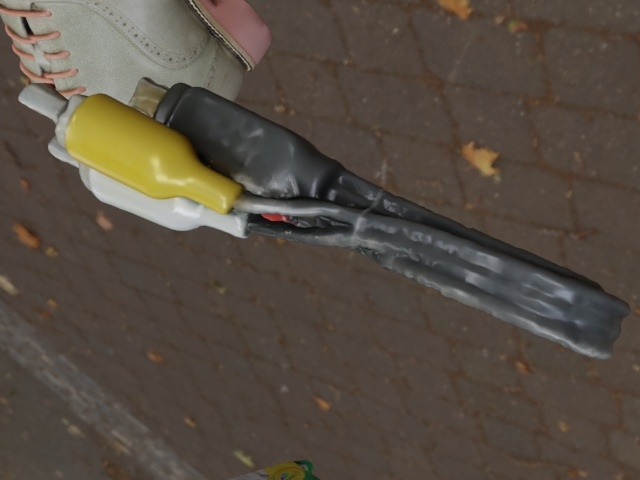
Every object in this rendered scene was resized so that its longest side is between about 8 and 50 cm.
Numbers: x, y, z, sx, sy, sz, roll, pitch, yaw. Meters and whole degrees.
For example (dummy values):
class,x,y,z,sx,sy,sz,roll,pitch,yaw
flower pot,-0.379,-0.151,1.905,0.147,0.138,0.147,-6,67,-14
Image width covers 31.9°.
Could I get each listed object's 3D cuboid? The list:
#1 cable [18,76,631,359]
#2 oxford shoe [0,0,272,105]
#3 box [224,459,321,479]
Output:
class,x,y,z,sx,sy,sz,roll,pitch,yaw
cable,0.000,0.000,0.501,0.287,0.072,0.139,30,178,28
oxford shoe,-0.174,-0.168,0.819,0.140,0.146,0.397,24,178,34
box,-0.067,0.258,0.980,0.043,0.179,0.105,26,110,34
